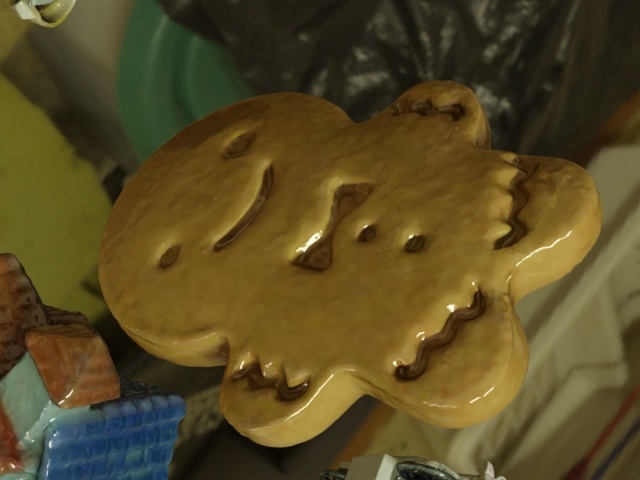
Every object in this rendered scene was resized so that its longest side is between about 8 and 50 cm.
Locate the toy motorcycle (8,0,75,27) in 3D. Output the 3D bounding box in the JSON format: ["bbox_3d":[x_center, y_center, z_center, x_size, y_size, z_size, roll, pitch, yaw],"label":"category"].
[{"bbox_3d":[-0.211,-0.253,1.155,0.094,0.229,0.129,-41,109,-45],"label":"toy motorcycle"}]

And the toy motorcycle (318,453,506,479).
[{"bbox_3d":[0.094,0.256,1.391,0.150,0.221,0.102,31,66,-22],"label":"toy motorcycle"}]

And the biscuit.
[{"bbox_3d":[-0.001,-0.001,0.912,0.275,0.355,0.052,-56,139,-19],"label":"biscuit"}]

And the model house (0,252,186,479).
[{"bbox_3d":[-0.269,0.142,1.299,0.252,0.295,0.329,0,141,-49],"label":"model house"}]
